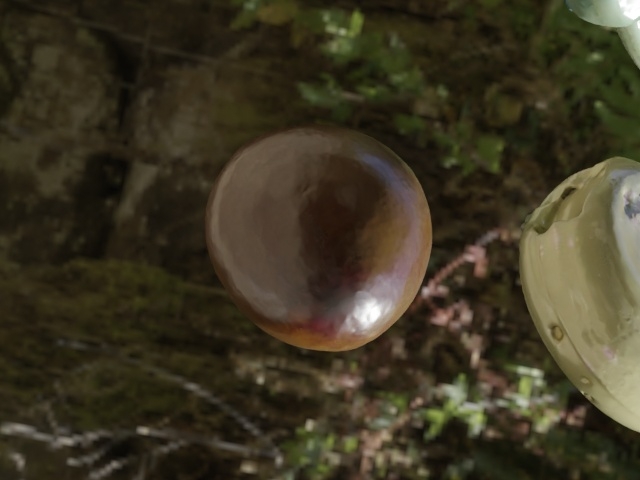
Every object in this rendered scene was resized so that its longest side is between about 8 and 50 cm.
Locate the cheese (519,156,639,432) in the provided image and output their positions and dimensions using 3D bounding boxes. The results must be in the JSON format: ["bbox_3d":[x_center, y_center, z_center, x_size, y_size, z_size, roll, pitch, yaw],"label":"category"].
[{"bbox_3d":[0.196,0.061,0.803,0.064,0.227,0.137,-29,-164,45],"label":"cheese"}]

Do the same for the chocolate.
[{"bbox_3d":[0.000,0.000,1.089,0.177,0.176,0.177,-168,-90,-81],"label":"chocolate"}]

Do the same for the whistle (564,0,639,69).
[{"bbox_3d":[0.173,-0.185,0.878,0.244,0.110,0.092,55,1,-46],"label":"whistle"}]
